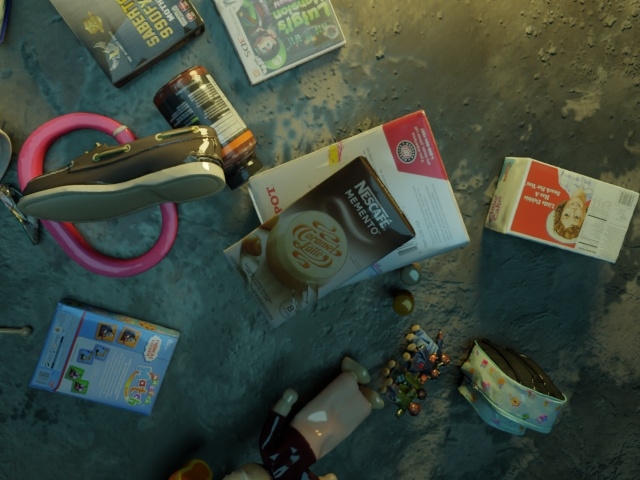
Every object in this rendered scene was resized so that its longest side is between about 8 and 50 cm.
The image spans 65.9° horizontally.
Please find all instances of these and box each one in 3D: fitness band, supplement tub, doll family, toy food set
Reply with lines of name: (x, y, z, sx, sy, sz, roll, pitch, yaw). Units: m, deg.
fitness band: (-0.370, -0.074, 0.840, 0.209, 0.054, 0.291, -33, 103, -5)
supplement tub: (-0.182, -0.184, 0.835, 0.106, 0.106, 0.198, -36, 105, -4)
doll family: (0.198, 0.266, 0.998, 0.111, 0.076, 0.193, 39, 84, -12)
toy food set: (0.125, 0.021, 0.953, 0.111, 0.104, 0.232, -40, 87, 10)

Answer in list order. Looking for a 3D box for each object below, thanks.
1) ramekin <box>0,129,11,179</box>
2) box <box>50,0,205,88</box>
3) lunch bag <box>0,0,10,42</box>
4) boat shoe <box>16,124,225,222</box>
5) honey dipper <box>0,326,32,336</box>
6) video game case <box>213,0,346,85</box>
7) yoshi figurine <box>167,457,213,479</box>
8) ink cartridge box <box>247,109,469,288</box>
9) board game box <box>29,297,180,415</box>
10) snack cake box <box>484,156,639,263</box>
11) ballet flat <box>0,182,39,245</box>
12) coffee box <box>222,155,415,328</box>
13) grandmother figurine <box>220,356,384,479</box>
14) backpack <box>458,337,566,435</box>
ramekin: (-0.578, -0.113, 0.718, 0.109, 0.207, 0.207, 37, 90, -5)
box: (-0.329, -0.396, 0.795, 0.183, 0.056, 0.231, -35, 104, -5)
lunch bag: (-0.545, -0.393, 0.736, 0.128, 0.096, 0.151, 9, 83, -10)
boat shoe: (-0.308, -0.102, 0.764, 0.324, 0.116, 0.097, -11, 73, 8)
honey dipper: (-0.584, 0.153, 0.844, 0.160, 0.030, 0.031, 5, 98, -14)
video game case: (-0.072, -0.392, 0.866, 0.190, 0.022, 0.173, -26, 103, -7)
yoshi figurine: (-0.310, 0.567, 0.848, 0.362, 0.203, 0.203, -44, 139, 6)
ink cartridge box: (0.064, -0.054, 0.836, 0.306, 0.131, 0.226, -19, 93, 12)
board game box: (-0.384, 0.212, 0.890, 0.211, 0.039, 0.160, 21, 95, -13)
snack cake box: (0.486, -0.060, 1.001, 0.264, 0.089, 0.152, 14, 98, -13)
ballet flat: (-0.498, -0.047, 0.826, 0.041, 0.041, 0.114, -32, 105, -5)
coffee box: (0.000, 0.000, 0.736, 0.246, 0.098, 0.141, -35, 89, 12)
grandmother figurine: (-0.035, 0.373, 0.898, 0.342, 0.104, 0.208, -31, 89, -30)
backpack: (0.380, 0.301, 0.985, 0.165, 0.188, 0.144, 24, 93, -15)
